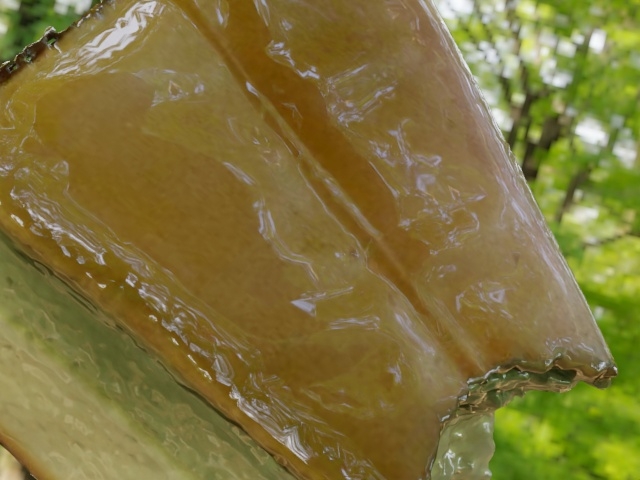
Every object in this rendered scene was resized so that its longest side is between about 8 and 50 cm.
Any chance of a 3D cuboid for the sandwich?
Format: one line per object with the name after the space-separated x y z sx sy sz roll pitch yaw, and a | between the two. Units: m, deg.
0.000 0.000 0.516 0.186 0.220 0.108 40 -45 1 | sandwich
